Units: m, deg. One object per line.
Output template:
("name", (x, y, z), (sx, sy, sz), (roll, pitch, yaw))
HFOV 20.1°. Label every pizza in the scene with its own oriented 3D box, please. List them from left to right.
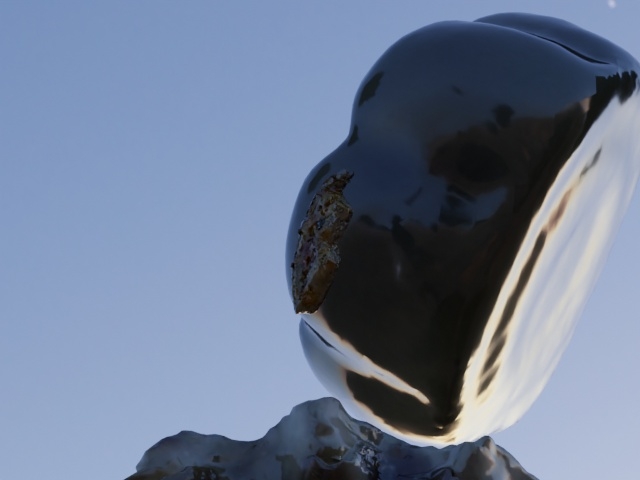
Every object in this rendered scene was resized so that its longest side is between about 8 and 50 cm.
("pizza", (0.000, 0.000, 0.896), (0.016, 0.083, 0.037), (28, -27, -27))

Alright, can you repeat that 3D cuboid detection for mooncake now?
("mooncake", (0.089, -0.011, 1.057), (0.275, 0.135, 0.275), (-45, -30, -35))

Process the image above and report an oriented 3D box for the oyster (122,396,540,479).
("oyster", (0.044, 0.236, 0.786), (0.238, 0.351, 0.115), (-18, -15, 5))
